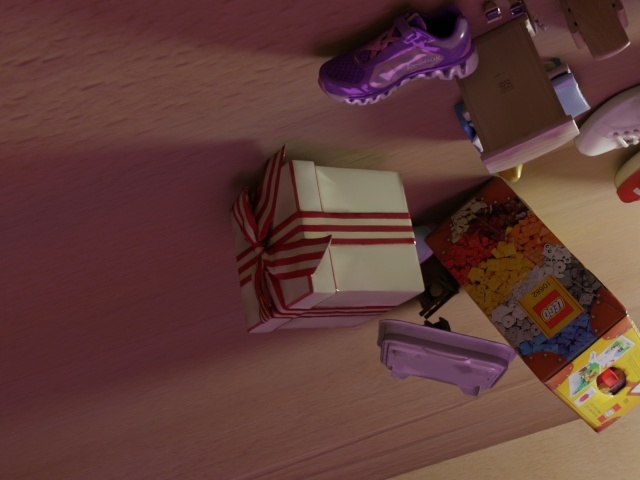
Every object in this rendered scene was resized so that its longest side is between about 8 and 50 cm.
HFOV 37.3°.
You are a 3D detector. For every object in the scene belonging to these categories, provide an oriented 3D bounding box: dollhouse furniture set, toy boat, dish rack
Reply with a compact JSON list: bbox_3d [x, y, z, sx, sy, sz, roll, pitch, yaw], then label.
[{"bbox_3d":[0.232,0.123,1.997,0.101,0.161,0.182,-26,151,20],"label":"dollhouse furniture set"},{"bbox_3d":[0.684,-0.099,1.829,0.231,0.151,0.151,1,148,-28],"label":"toy boat"},{"bbox_3d":[0.265,-0.328,1.279,0.091,0.081,0.114,-21,151,11],"label":"dollhouse furniture set"},{"bbox_3d":[0.368,-0.188,1.461,0.286,0.198,0.303,-24,151,17],"label":"dollhouse furniture set"},{"bbox_3d":[0.252,0.255,1.993,0.285,0.072,0.333,13,163,7],"label":"dish rack"}]

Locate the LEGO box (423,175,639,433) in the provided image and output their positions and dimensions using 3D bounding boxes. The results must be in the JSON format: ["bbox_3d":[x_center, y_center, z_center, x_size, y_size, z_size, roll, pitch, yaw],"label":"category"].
[{"bbox_3d":[0.460,0.144,1.887,0.193,0.372,0.500,-41,147,7],"label":"LEGO box"}]

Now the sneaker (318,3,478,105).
[{"bbox_3d":[0.107,-0.266,1.315,0.236,0.095,0.104,-17,146,-7],"label":"sneaker"}]

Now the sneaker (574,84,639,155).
[{"bbox_3d":[0.577,-0.203,1.621,0.290,0.123,0.106,-30,151,28],"label":"sneaker"}]

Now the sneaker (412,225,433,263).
[{"bbox_3d":[0.100,0.058,1.882,0.151,0.094,0.256,2,138,-40],"label":"sneaker"}]

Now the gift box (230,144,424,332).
[{"bbox_3d":[0.000,0.000,1.572,0.258,0.255,0.276,1,154,-31],"label":"gift box"}]
